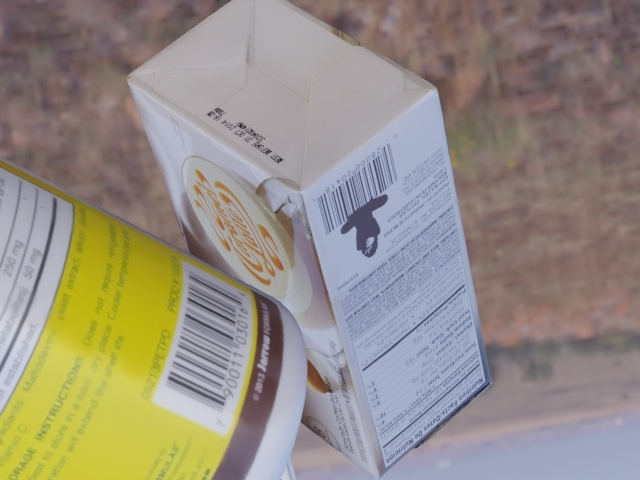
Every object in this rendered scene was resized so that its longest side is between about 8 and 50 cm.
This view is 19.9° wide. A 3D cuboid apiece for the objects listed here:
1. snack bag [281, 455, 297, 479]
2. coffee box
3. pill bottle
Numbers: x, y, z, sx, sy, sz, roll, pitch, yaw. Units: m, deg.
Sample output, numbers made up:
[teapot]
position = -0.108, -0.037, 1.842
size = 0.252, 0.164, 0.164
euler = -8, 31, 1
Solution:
[snack bag]
position = -0.141, 0.254, 1.313
size = 0.323, 0.342, 0.037
euler = -25, 156, 22
[coffee box]
position = 0.000, 0.000, 1.010
size = 0.098, 0.141, 0.246
euler = -39, 142, -21
[pill bottle]
position = -0.120, 0.029, 0.585
size = 0.215, 0.117, 0.117
euler = 28, 156, -21
